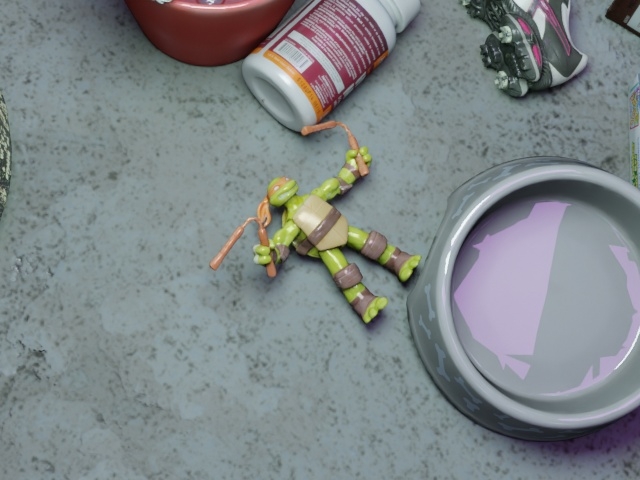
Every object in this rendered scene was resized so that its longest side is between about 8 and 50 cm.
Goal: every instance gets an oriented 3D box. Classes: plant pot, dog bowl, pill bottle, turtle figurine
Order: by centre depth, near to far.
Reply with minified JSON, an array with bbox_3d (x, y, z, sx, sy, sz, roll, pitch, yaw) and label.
[{"bbox_3d":[0.280,0.067,1.676,0.349,0.102,0.349,0,86,-4],"label":"dog bowl"},{"bbox_3d":[0.000,0.000,1.712,0.217,0.087,0.269,43,59,-3],"label":"turtle figurine"},{"bbox_3d":[-0.135,-0.346,1.722,0.275,0.243,0.275,2,73,-5],"label":"plant pot"},{"bbox_3d":[0.017,-0.249,1.771,0.121,0.121,0.221,43,75,8],"label":"pill bottle"}]

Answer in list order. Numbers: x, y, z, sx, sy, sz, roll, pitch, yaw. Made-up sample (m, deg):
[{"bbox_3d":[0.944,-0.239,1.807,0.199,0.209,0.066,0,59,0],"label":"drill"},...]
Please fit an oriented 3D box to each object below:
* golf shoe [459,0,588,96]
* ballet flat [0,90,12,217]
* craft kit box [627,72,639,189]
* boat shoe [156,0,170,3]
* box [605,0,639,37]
[{"bbox_3d":[0.251,-0.320,1.841,0.120,0.105,0.273,-13,81,-26],"label":"golf shoe"},{"bbox_3d":[-0.450,-0.031,1.630,0.164,0.182,0.483,3,73,-4],"label":"ballet flat"},{"bbox_3d":[0.522,-0.084,1.808,0.250,0.061,0.246,4,71,-4],"label":"craft kit box"},{"bbox_3d":[-0.168,-0.293,1.549,0.184,0.066,0.063,-16,75,-20],"label":"boat shoe"},{"bbox_3d":[0.561,-0.412,1.867,0.191,0.143,0.381,33,71,5],"label":"box"}]
